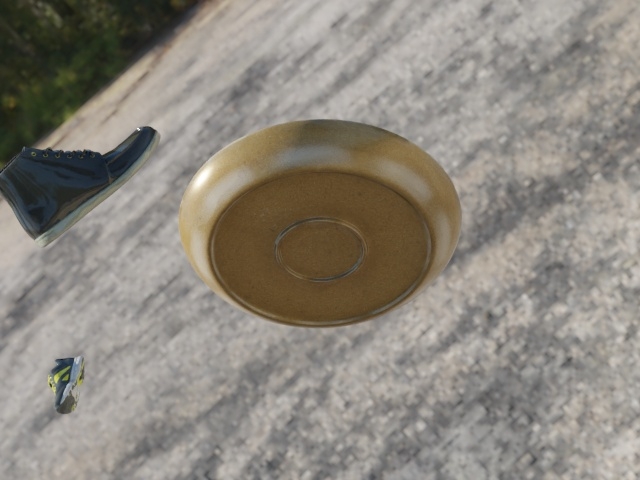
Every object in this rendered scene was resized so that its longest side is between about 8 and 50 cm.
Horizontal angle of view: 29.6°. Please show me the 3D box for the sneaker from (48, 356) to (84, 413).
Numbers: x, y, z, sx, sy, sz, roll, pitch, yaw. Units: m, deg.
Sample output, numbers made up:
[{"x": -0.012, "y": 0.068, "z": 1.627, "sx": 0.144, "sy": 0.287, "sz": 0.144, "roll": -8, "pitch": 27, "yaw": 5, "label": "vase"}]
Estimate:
[{"x": -0.272, "y": 0.154, "z": 1.276, "sx": 0.035, "sy": 0.031, "sz": 0.083, "roll": 2, "pitch": 31, "yaw": 3, "label": "sneaker"}]

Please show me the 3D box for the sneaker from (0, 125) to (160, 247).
[{"x": -0.321, "y": -0.104, "z": 1.600, "sx": 0.222, "sy": 0.118, "sz": 0.083, "roll": -43, "pitch": 14, "yaw": -16, "label": "sneaker"}]

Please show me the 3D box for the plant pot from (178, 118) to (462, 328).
[{"x": 0.000, "y": 0.000, "z": 1.001, "sx": 0.236, "sy": 0.236, "sz": 0.032, "roll": -33, "pitch": 37, "yaw": 28, "label": "plant pot"}]
